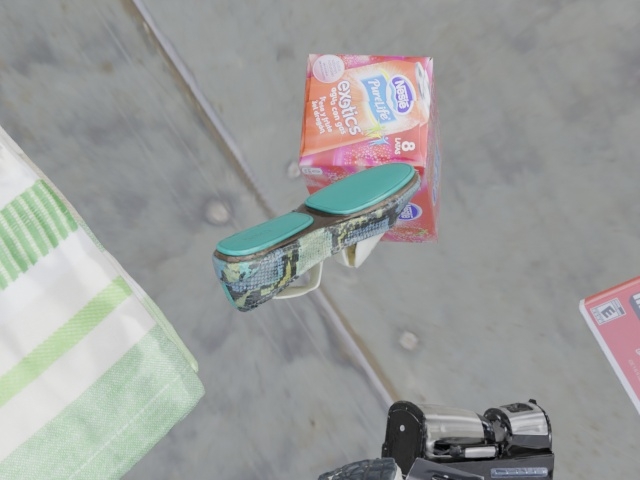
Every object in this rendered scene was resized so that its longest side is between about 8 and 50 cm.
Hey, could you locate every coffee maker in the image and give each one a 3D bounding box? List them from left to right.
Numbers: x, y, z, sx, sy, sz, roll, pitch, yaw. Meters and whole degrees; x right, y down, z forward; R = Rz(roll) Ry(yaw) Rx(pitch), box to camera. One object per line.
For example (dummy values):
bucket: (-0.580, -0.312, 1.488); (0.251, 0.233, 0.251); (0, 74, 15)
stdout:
coffee maker: (0.166, 0.267, 1.768); (0.178, 0.120, 0.171); (4, 116, -23)

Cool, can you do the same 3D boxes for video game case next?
video game case: (0.480, 0.103, 1.823); (0.285, 0.025, 0.204); (-25, 107, 22)

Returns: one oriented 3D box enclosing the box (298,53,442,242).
box: (0.057, -0.089, 1.587); (0.128, 0.257, 0.123); (2, 73, 7)

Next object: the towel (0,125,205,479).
towel: (-0.231, 0.023, 0.789); (0.325, 0.038, 0.248); (52, 51, -4)

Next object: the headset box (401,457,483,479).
headset box: (0.103, 0.370, 1.552); (0.218, 0.110, 0.293); (13, 99, 23)

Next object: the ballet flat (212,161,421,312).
ballet flat: (0.000, 0.000, 1.149); (0.188, 0.070, 0.070); (-24, 91, -29)

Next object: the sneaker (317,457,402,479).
sneaker: (0.024, 0.308, 1.351); (0.110, 0.283, 0.122); (-16, 117, 23)
